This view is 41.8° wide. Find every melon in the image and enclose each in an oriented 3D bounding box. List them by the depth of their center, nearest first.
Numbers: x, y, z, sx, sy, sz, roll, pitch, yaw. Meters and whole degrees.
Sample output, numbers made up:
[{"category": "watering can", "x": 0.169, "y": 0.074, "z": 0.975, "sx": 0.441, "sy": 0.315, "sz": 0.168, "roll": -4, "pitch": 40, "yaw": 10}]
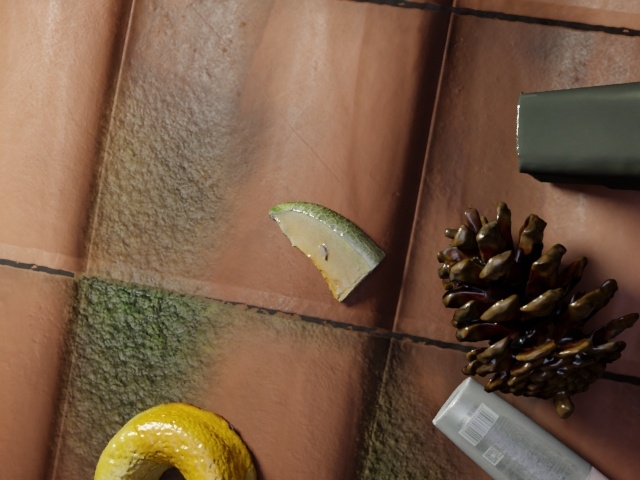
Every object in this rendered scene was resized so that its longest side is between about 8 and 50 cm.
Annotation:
[{"category": "melon", "x": 0.007, "y": -0.004, "z": 1.273, "sx": 0.098, "sy": 0.054, "sz": 0.182, "roll": -43, "pitch": 83, "yaw": 21}]

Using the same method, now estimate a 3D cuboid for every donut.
[{"category": "donut", "x": -0.239, "y": 0.327, "z": 1.280, "sx": 0.259, "sy": 0.101, "sz": 0.152, "roll": -11, "pitch": 82, "yaw": 12}]

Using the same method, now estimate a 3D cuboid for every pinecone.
[{"category": "pinecone", "x": 0.282, "y": 0.087, "z": 1.137, "sx": 0.244, "sy": 0.244, "sz": 0.309, "roll": -27, "pitch": 74, "yaw": 7}]

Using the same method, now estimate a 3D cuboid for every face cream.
[{"category": "face cream", "x": 0.293, "y": 0.315, "z": 1.202, "sx": 0.269, "sy": 0.073, "sz": 0.107, "roll": 38, "pitch": 99, "yaw": 8}]

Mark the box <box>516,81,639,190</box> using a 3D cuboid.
[{"category": "box", "x": 0.369, "y": -0.135, "z": 1.115, "sx": 0.178, "sy": 0.274, "sz": 0.138, "roll": 2, "pitch": 88, "yaw": 22}]
